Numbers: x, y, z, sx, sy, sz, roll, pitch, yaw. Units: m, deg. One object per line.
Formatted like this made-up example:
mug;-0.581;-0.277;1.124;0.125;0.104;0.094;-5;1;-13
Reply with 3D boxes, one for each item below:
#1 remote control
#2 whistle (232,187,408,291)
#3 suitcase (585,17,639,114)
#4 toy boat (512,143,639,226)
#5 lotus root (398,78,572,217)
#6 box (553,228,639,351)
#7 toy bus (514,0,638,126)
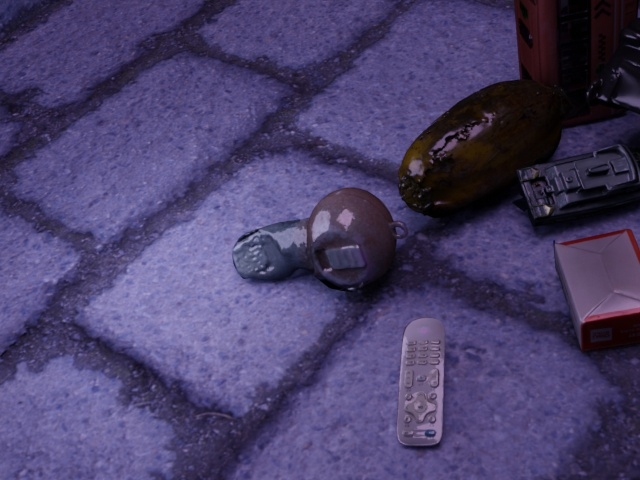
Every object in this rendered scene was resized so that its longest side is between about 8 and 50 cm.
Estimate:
remote control;0.165;0.225;1.342;0.073;0.044;0.229;-4;53;15
whistle;0.000;0.000;1.531;0.348;0.189;0.189;-10;43;25
suitcase;0.703;-0.244;1.489;0.339;0.188;0.345;10;18;-43
toy boat;0.510;-0.110;1.530;0.296;0.122;0.114;-13;69;-3
lotus root;0.320;-0.184;1.602;0.397;0.196;0.179;-32;53;-19
box;0.469;0.081;1.368;0.133;0.099;0.182;-12;46;7
toy bus;0.501;-0.446;1.650;0.233;0.427;0.203;-17;44;2
